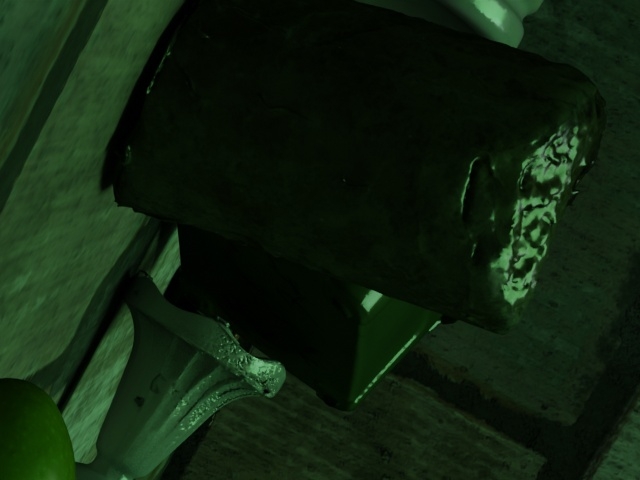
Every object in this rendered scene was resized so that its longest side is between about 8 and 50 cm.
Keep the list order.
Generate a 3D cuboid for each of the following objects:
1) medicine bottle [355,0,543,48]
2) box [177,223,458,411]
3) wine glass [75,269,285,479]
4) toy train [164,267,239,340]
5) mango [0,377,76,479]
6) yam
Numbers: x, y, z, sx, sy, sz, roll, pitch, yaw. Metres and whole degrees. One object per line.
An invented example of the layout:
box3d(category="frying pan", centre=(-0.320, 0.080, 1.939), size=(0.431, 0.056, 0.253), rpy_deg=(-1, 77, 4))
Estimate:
box3d(category="medicine bottle", centre=(0.125, -0.314, 1.425), size=(0.316, 0.202, 0.202), rpy_deg=(-62, 178, -4))
box3d(category="box", centre=(0.000, 0.000, 1.698), size=(0.178, 0.252, 0.329), rpy_deg=(-52, 166, -18))
box3d(category="wine glass", centre=(-0.142, 0.147, 1.682), size=(0.196, 0.165, 0.165), rpy_deg=(-57, 177, -7))
box3d(category="toy train", centre=(-0.137, 0.099, 2.094), size=(0.228, 0.091, 0.136), rpy_deg=(-61, 168, 11))
box3d(category="mango", centre=(-0.212, 0.217, 1.171), size=(0.175, 0.143, 0.293), rpy_deg=(-61, 169, -58))
box3d(category="yam", centre=(0.029, -0.064, 1.291), size=(0.195, 0.300, 0.195), rpy_deg=(18, 90, -85))
